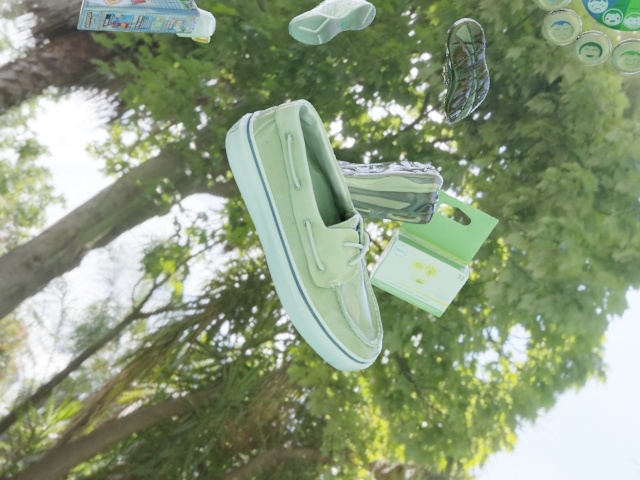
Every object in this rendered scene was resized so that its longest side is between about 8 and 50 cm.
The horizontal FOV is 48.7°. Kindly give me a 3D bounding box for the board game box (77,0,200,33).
[{"bbox_3d":[-0.335,-0.430,1.196,0.194,0.194,0.060,61,-35,7],"label":"board game box"}]

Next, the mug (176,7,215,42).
[{"bbox_3d":[-0.236,-0.419,1.364,0.064,0.078,0.062,15,-79,10],"label":"mug"}]

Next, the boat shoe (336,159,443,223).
[{"bbox_3d":[0.055,-0.082,1.369,0.355,0.132,0.130,3,-71,9],"label":"boat shoe"}]

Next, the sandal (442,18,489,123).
[{"bbox_3d":[0.247,-0.304,1.258,0.060,0.090,0.219,60,-6,39],"label":"sandal"}]

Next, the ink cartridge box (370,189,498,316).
[{"bbox_3d":[0.229,0.025,1.436,0.171,0.056,0.235,27,-60,-5],"label":"ink cartridge box"}]

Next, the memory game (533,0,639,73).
[{"bbox_3d":[0.285,-0.227,0.634,0.186,0.012,0.186,15,-37,12],"label":"memory game"}]

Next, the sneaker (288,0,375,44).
[{"bbox_3d":[0.011,-0.363,1.153,0.061,0.152,0.054,52,-27,35],"label":"sneaker"}]

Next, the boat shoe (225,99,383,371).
[{"bbox_3d":[0.000,0.000,0.743,0.094,0.109,0.302,-19,-78,35],"label":"boat shoe"}]
